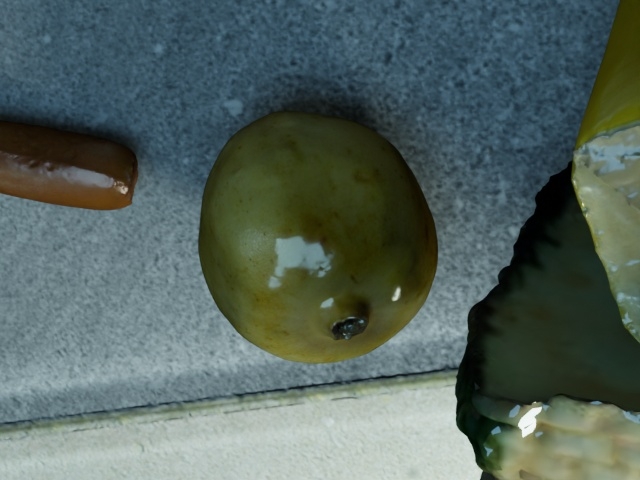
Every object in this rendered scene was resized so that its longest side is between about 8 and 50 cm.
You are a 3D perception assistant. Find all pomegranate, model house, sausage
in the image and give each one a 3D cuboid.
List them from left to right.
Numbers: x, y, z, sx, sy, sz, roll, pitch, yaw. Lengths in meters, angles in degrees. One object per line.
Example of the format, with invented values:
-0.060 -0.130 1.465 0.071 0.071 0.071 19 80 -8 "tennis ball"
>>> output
-0.272 -0.074 1.901 0.198 0.076 0.076 12 121 10 "sausage"
-0.002 -0.004 1.792 0.233 0.233 0.233 7 120 12 "pomegranate"
0.330 0.196 1.672 0.395 0.445 0.400 3 120 12 "model house"

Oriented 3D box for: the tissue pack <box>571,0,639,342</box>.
0.377 -0.104 1.528 0.293 0.382 0.228 -14 112 22 "tissue pack"
